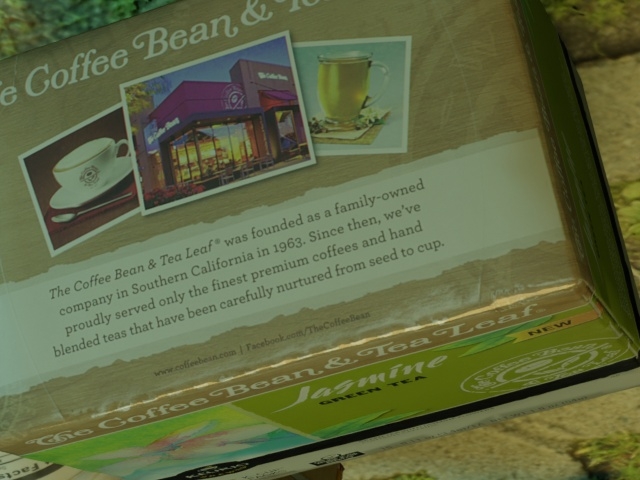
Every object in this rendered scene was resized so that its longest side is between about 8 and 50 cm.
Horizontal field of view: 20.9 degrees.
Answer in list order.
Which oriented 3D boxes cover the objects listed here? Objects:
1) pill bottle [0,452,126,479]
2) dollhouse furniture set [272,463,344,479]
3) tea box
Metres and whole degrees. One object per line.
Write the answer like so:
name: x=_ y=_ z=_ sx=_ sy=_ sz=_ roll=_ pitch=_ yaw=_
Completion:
pill bottle: x=-0.232 y=0.070 z=1.201 sx=0.176 sy=0.176 sz=0.318 roll=-8 pitch=138 yaw=6
dollhouse furniture set: x=0.033 y=0.290 z=1.387 sx=0.374 sy=0.201 sz=0.152 roll=39 pitch=124 yaw=-20
tea box: x=0.000 y=0.000 z=1.025 sx=0.329 sy=0.220 sz=0.323 roll=-17 pitch=162 yaw=15
